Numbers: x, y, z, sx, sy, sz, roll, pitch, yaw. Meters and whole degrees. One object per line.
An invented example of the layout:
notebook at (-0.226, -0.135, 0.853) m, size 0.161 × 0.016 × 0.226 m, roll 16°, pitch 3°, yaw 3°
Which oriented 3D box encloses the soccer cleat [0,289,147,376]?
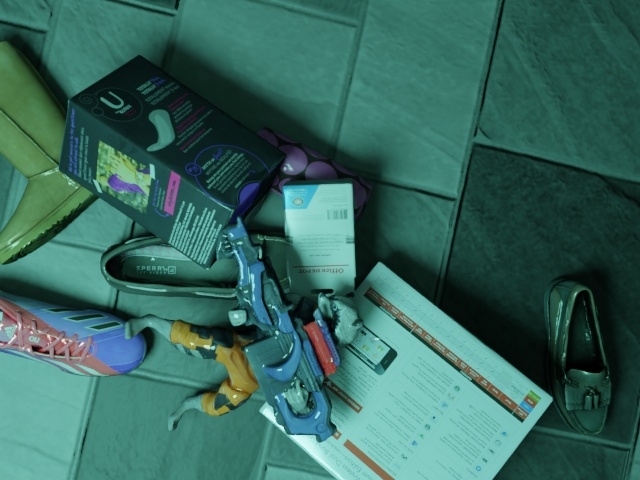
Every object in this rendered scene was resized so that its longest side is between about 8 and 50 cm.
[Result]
soccer cleat at (-0.424, 0.140, 1.019) m, size 0.318 × 0.116 × 0.109 m, roll 17°, pitch 87°, yaw -5°

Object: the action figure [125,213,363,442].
action figure at (-0.102, 0.120, 0.979) m, size 0.330 × 0.178 × 0.342 m, roll -12°, pitch 104°, yaw 8°

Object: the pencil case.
pencil case at (-0.025, -0.093, 1.080) m, size 0.209 × 0.098 × 0.095 m, roll 31°, pitch 47°, yaw -3°

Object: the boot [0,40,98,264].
boot at (-0.477, -0.132, 1.038) m, size 0.236 × 0.089 × 0.269 m, roll -44°, pitch 94°, yaw -17°

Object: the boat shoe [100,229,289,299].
boat shoe at (-0.173, 0.041, 1.056) m, size 0.334 × 0.095 × 0.112 m, roll -2°, pitch 89°, yaw -6°

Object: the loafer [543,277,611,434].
loafer at (0.428, 0.196, 1.118) m, size 0.096 × 0.084 × 0.268 m, roll -10°, pitch 90°, yaw -6°

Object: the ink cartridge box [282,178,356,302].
ink cartridge box at (0.000, 0.000, 1.023) m, size 0.104 × 0.060 × 0.180 m, roll -2°, pitch 103°, yaw 2°

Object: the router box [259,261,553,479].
router box at (0.128, 0.252, 1.051) m, size 0.335 × 0.082 × 0.301 m, roll 39°, pitch 86°, yaw 10°

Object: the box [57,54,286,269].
box at (-0.216, -0.115, 0.986) m, size 0.270 × 0.143 × 0.165 m, roll 35°, pitch 45°, yaw 2°
